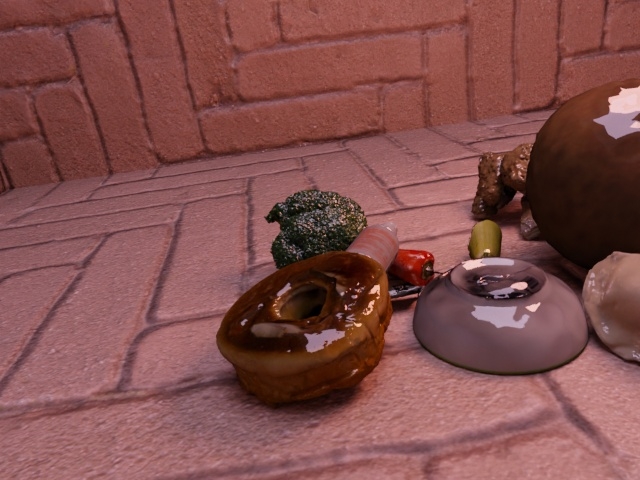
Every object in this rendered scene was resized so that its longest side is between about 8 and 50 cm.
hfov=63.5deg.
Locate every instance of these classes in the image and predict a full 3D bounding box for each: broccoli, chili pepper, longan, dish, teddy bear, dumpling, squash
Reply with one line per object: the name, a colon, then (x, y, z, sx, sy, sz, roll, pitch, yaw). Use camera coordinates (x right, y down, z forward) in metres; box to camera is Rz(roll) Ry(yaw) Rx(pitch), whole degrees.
broccoli: (0.000, 0.000, 1.282, 0.269, 0.261, 0.241, -19, -14, -34)
chili pepper: (0.224, 0.062, 1.198, 0.192, 0.084, 0.086, 9, 43, 45)
longan: (0.651, -0.115, 1.085, 0.404, 0.404, 0.436, -17, 67, -22)
dish: (0.337, 0.107, 0.991, 0.324, 0.124, 0.324, -6, 22, 3)
teddy bear: (0.557, -0.192, 1.461, 0.267, 0.156, 0.256, -40, 13, -19)
dumpling: (0.563, 0.118, 0.865, 0.147, 0.193, 0.258, 25, 8, -44)
squash: (0.386, 0.027, 1.221, 0.075, 0.090, 0.200, -8, 21, 25)

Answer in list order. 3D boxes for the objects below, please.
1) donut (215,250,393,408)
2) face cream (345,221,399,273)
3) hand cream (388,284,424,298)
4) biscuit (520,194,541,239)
donut: (-0.014, 0.158, 0.943, 0.330, 0.160, 0.330, -20, 23, 9)
face cream: (0.123, 0.019, 1.156, 0.101, 0.101, 0.251, 3, 26, 24)
hand cream: (0.097, 0.126, 1.120, 0.248, 0.052, 0.075, -6, 10, 4)
biscuit: (0.617, -0.098, 1.413, 0.147, 0.046, 0.250, -33, 13, 33)
